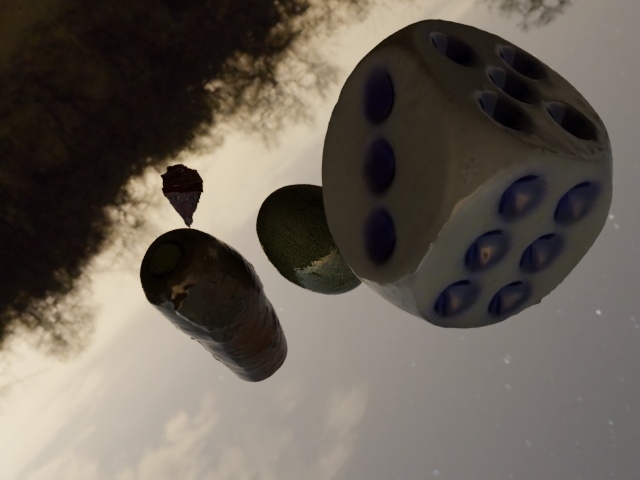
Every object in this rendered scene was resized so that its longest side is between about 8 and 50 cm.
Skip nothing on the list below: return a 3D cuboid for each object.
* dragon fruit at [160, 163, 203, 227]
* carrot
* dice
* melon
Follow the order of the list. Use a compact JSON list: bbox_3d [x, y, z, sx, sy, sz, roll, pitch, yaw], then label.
[{"bbox_3d":[-0.236,-0.092,1.444,0.131,0.063,0.097,-109,-148,-47],"label":"dragon fruit"},{"bbox_3d":[-0.134,0.090,1.216,0.139,0.302,0.138,-8,-119,15],"label":"carrot"},{"bbox_3d":[0.158,-0.073,0.991,0.259,0.243,0.251,-63,-140,36],"label":"dice"},{"bbox_3d":[0.000,0.000,1.192,0.139,0.192,0.139,-49,158,-28],"label":"melon"}]
